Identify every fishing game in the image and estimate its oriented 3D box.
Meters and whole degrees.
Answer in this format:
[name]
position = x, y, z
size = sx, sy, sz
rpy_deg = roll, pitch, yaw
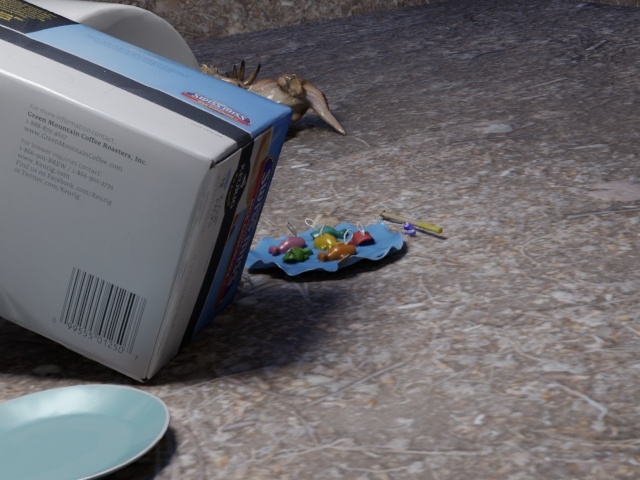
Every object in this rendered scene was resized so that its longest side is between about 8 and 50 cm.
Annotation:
[fishing game]
position = 0.000, 0.000, 1.385
size = 0.264, 0.041, 0.189
rpy_deg = -14, 15, -21

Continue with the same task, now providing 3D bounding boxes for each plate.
[plate]
position = -0.210, 0.161, 0.959
size = 0.188, 0.024, 0.188
rpy_deg = -5, 17, 2

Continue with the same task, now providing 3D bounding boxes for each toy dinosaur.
[toy dinosaur]
position = -0.085, -0.239, 2.079
size = 0.295, 0.127, 0.200
rpy_deg = 5, 12, 17

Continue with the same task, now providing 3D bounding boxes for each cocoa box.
[cocoa box]
position = -0.241, -0.067, 1.172
size = 0.347, 0.231, 0.228
rpy_deg = 23, 22, 9

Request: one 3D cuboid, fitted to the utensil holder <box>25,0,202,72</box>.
[utensil holder]
position = -0.379, -0.148, 1.539
size = 0.385, 0.328, 0.327
rpy_deg = 10, 24, 39
